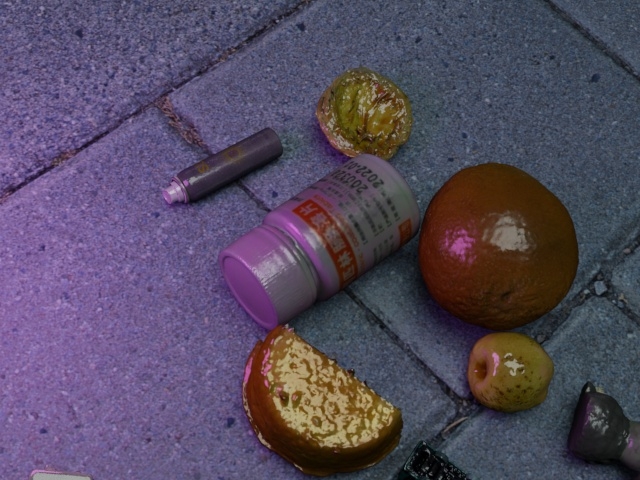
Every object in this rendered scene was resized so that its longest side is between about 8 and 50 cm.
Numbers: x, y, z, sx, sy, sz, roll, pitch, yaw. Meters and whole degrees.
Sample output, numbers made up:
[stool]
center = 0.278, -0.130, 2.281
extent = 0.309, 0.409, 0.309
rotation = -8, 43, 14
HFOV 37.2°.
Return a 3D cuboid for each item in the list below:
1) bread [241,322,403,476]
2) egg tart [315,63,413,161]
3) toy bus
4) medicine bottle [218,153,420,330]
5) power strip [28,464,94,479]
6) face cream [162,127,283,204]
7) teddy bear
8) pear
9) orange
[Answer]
[bread]
center = -0.017, 0.327, 1.795
extent = 0.340, 0.194, 0.179
rotation = 37, 62, 5
[egg tart]
center = 0.095, -0.280, 2.185
extent = 0.232, 0.098, 0.252
rotation = 8, 66, -12
[toy bus]
center = 0.229, 0.464, 1.824
extent = 0.160, 0.092, 0.079
rotation = 36, 61, 3
[medicine bottle]
center = 0.000, 0.000, 1.952
extent = 0.388, 0.219, 0.219
rotation = -33, 73, -23
[power strip]
center = -0.482, 0.534, 1.698
extent = 0.118, 0.046, 0.270
rotation = 7, 62, -6
[face cream]
center = -0.215, -0.158, 2.080
extent = 0.284, 0.073, 0.073
rotation = -30, 71, -21
[teddy bear]
center = 0.604, 0.417, 1.893
extent = 0.251, 0.144, 0.171
rotation = 32, 83, 8
[pear]
center = 0.387, 0.266, 1.922
extent = 0.178, 0.178, 0.178
rotation = 4, 63, -7
[orange]
center = 0.362, 0.005, 1.958
extent = 0.322, 0.322, 0.357
rotation = 9, 43, -5
